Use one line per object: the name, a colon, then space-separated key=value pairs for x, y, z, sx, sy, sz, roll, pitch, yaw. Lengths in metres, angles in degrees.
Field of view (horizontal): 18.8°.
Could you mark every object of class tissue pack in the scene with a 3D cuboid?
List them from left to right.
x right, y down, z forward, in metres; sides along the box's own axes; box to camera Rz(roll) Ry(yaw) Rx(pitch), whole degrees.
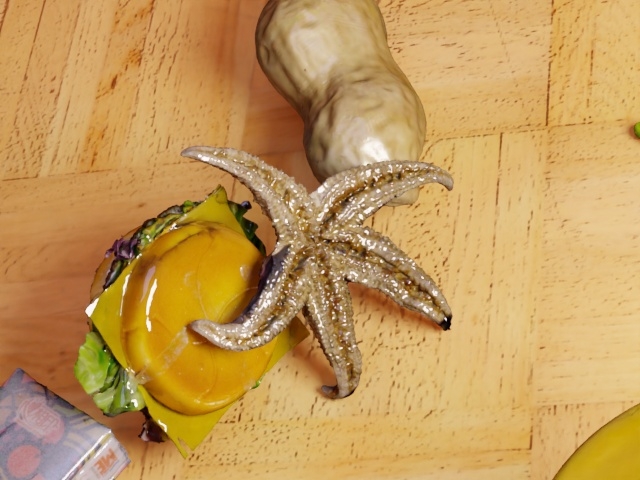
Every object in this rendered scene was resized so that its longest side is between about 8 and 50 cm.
tissue pack: x=-0.223 y=0.176 z=1.378 sx=0.108 sy=0.060 sz=0.148 roll=30 pitch=69 yaw=34

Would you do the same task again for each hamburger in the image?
hamburger: x=-0.102 y=0.055 z=1.372 sx=0.093 sy=0.164 sz=0.189 roll=1 pitch=27 yaw=47

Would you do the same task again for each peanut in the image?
peanut: x=0.016 y=-0.118 z=1.492 sx=0.117 sy=0.101 sz=0.263 roll=5 pitch=45 yaw=-30

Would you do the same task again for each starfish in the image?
starfish: x=-0.003 y=0.001 z=1.355 sx=0.213 sy=0.238 sz=0.057 roll=-52 pitch=19 yaw=-19

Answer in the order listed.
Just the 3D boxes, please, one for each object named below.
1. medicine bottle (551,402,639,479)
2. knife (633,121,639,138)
medicine bottle: x=0.246 y=0.230 z=1.055 sx=0.237 sy=0.232 sz=0.238 roll=-11 pitch=50 yaw=13
knife: x=0.300 y=-0.049 z=1.392 sx=0.022 sy=0.026 sz=0.184 roll=-12 pitch=32 yaw=-45
